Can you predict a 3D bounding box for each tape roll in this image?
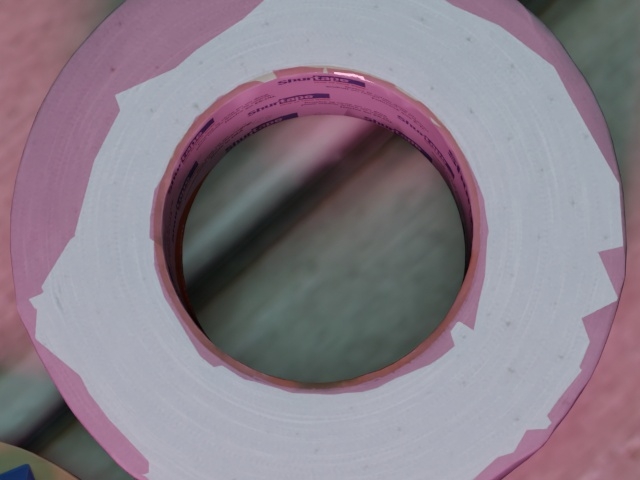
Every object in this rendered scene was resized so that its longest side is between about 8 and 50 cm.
[{"bbox_3d":[0.000,0.000,0.705,0.219,0.072,0.219,0,81,2],"label":"tape roll"}]

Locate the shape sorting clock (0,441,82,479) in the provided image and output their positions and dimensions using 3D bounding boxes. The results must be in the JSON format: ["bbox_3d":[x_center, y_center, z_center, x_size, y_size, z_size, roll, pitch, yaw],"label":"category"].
[{"bbox_3d":[-0.146,0.173,0.699,0.206,0.040,0.206,-1,83,6],"label":"shape sorting clock"}]
